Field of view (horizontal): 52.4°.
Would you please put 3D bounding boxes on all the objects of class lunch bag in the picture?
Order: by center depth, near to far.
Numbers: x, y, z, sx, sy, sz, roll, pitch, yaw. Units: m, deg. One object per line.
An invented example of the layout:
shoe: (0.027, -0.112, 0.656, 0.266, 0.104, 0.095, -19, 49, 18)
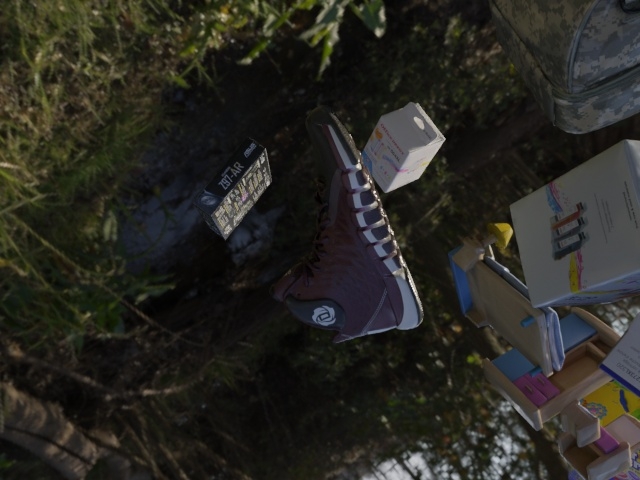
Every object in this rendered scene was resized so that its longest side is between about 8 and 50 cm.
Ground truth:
lunch bag: (0.372, -0.341, 0.915, 0.212, 0.305, 0.256, -23, 144, 11)

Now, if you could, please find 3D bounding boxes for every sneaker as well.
sneaker: (0.000, 0.000, 0.751, 0.162, 0.281, 0.106, -22, -169, 8)

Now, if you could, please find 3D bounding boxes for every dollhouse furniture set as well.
dollhouse furniture set: (0.368, 0.129, 0.959, 0.198, 0.286, 0.303, -29, 125, -9)

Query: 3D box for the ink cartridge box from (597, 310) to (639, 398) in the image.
ink cartridge box: (0.501, 0.057, 0.730, 0.371, 0.175, 0.069, -50, 152, -1)

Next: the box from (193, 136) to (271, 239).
box: (-0.068, -0.040, 0.524, 0.067, 0.018, 0.083, -52, 173, -10)

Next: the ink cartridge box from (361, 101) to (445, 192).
ink cartridge box: (0.149, -0.174, 1.187, 0.089, 0.092, 0.143, -25, 160, -27)

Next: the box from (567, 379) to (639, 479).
box: (0.641, 0.358, 1.149, 0.279, 0.290, 0.177, -26, 118, -26)

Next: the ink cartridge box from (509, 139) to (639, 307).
ink cartridge box: (0.313, -0.009, 0.688, 0.128, 0.127, 0.176, 0, 163, -22)
